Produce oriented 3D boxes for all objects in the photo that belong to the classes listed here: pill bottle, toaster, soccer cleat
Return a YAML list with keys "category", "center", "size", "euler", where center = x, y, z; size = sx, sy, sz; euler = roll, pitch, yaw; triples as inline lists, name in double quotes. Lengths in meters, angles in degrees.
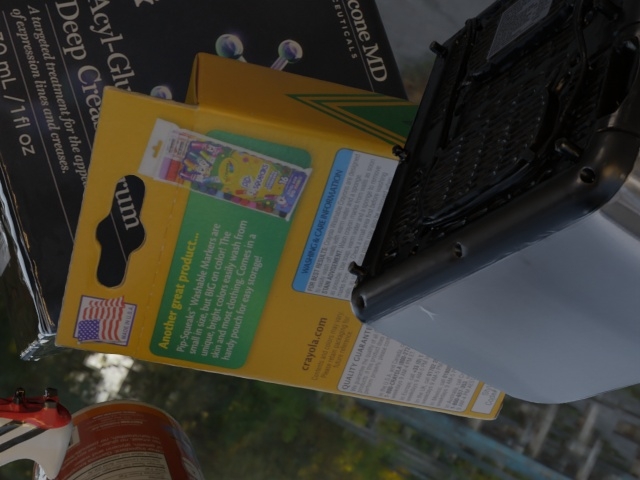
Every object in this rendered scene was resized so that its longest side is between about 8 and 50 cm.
- category: "pill bottle"
  center: [-0.122, 0.204, 0.683]
  size: [0.121, 0.121, 0.216]
  euler: [29, -172, -25]
- category: "toaster"
  center: [0.114, -0.041, 0.418]
  size: [0.110, 0.168, 0.185]
  euler: [30, 149, -17]
- category: "soccer cleat"
  center: [-0.136, 0.072, 0.391]
  size: [0.083, 0.036, 0.029]
  euler: [5, -172, -10]

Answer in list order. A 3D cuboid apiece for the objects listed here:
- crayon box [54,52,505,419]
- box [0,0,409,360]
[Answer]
- category: "crayon box"
  center: [0.000, 0.000, 0.710]
  size: [0.322, 0.203, 0.083]
  euler: [11, -148, -13]
- category: "box"
  center: [-0.127, -0.087, 1.005]
  size: [0.395, 0.294, 0.212]
  euler: [-16, 174, -25]
